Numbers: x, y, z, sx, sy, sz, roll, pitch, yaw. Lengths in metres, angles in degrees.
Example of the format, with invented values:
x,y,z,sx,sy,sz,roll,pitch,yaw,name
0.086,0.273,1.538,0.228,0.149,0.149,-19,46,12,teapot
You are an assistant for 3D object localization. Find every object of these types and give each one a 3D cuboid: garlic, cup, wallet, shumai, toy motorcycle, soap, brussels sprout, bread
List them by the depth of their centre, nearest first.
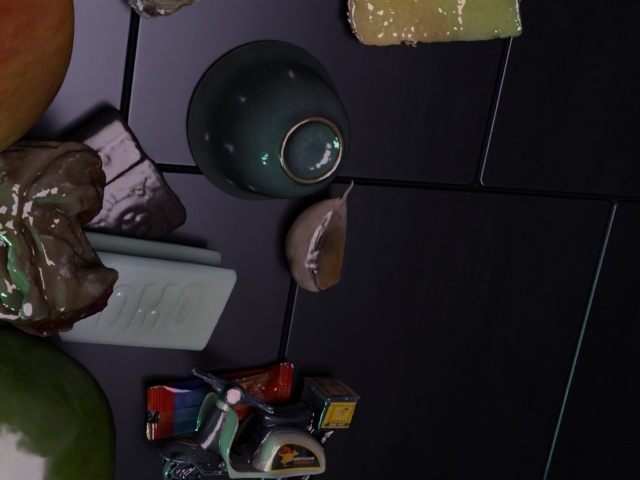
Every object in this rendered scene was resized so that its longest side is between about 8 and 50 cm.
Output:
x,y,z,sx,sy,sz,roll,pitch,yaw,name
-0.314,0.008,0.996,0.218,0.185,0.184,-7,143,-12,shumai
-0.374,0.261,1.071,0.314,0.276,0.371,22,109,-34,brussels sprout
-0.319,0.002,1.142,0.321,0.044,0.170,-35,121,-9,wallet
-0.038,-0.120,1.168,0.199,0.150,0.199,-9,113,-22,cup
0.118,-0.334,1.171,0.178,0.135,0.240,-21,118,-17,bread
-0.210,0.061,1.174,0.198,0.066,0.119,9,114,-40,soap
-0.007,-0.002,1.283,0.084,0.066,0.152,-24,125,-47,garlic
-0.085,0.247,1.299,0.263,0.091,0.157,8,106,-38,toy motorcycle

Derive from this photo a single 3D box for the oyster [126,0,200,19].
x,y,z,sx,sy,sz,roll,pitch,yaw,name
-0.168,-0.330,1.082,0.124,0.064,0.177,-15,116,-24,oyster

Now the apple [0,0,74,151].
x,y,z,sx,sy,sz,roll,pitch,yaw,name
-0.380,-0.208,0.852,0.363,0.364,0.364,-9,112,-22,apple

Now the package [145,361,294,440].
x,y,z,sx,sy,sz,roll,pitch,yaw,name
-0.130,0.208,1.319,0.200,0.022,0.083,-6,115,-25,package
